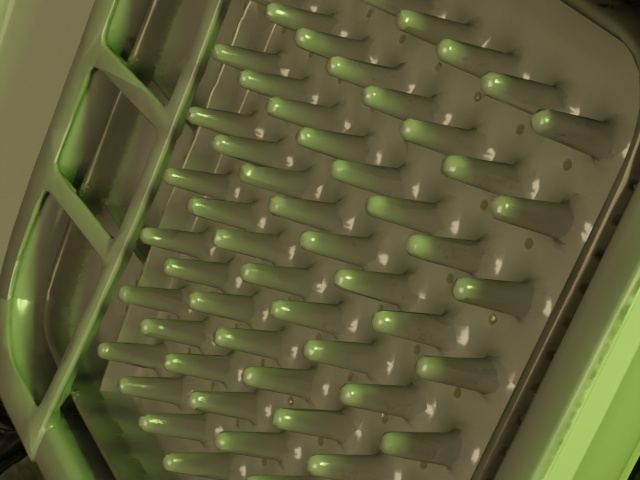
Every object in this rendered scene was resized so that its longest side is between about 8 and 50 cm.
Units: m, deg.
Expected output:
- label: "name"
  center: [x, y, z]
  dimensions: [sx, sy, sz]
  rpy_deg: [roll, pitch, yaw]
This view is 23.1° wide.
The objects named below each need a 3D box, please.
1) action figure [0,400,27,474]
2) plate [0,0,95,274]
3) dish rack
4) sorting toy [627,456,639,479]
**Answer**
- label: "action figure"
  center: [-0.213, 0.195, 0.743]
  dimensions: [0.164, 0.141, 0.276]
  rpy_deg: [24, 90, 28]
- label: "plate"
  center: [-0.075, -0.030, 0.689]
  dimensions: [0.278, 0.045, 0.277]
  rpy_deg: [29, 108, 28]
- label: "dish rack"
  center: [0.000, 0.000, 0.511]
  dimensions: [0.333, 0.072, 0.285]
  rpy_deg: [48, 119, 53]
- label: "sorting toy"
  center: [0.127, -0.005, 0.465]
  dimensions: [0.257, 0.089, 0.255]
  rpy_deg: [47, 120, 52]
